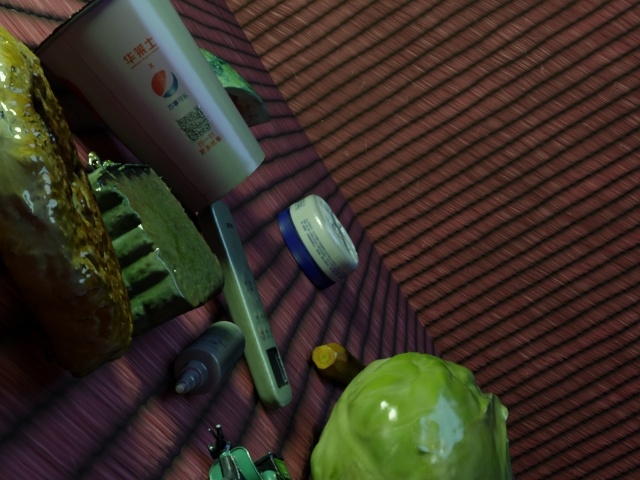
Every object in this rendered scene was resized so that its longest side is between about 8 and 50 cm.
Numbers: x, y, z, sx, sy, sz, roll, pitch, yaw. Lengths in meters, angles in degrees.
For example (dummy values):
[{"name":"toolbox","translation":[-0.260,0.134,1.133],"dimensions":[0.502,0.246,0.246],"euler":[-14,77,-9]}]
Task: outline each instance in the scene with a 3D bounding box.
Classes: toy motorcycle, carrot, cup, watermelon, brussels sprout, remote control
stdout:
[{"name":"toy motorcycle","translation":[-0.075,0.268,0.903],"dimensions":[0.100,0.058,0.173],"euler":[57,6,33]},{"name":"carrot","translation":[0.064,0.255,1.584],"dimensions":[0.066,0.066,0.314],"euler":[65,11,29]},{"name":"cup","translation":[-0.213,-0.188,1.100],"dimensions":[0.288,0.203,0.203],"euler":[52,12,-16]},{"name":"watermelon","translation":[-0.237,-0.248,1.358],"dimensions":[0.260,0.256,0.176],"euler":[52,54,-72]},{"name":"brussels sprout","translation":[0.133,0.316,1.179],"dimensions":[0.328,0.247,0.328],"euler":[40,41,-47]},{"name":"remote control","translation":[-0.108,0.090,1.174],"dimensions":[0.090,0.038,0.310],"euler":[19,51,-79]}]

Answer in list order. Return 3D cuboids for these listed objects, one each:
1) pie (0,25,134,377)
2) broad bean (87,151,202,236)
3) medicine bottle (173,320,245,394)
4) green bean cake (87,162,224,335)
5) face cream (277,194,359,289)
[{"name":"pie","translation":[-0.227,-0.033,0.665],"dimensions":[0.315,0.092,0.315],"euler":[60,-15,27]},{"name":"broad bean","translation":[-0.222,-0.045,1.114],"dimensions":[0.065,0.046,0.254],"euler":[50,5,30]},{"name":"medicine bottle","translation":[-0.135,0.143,0.964],"dimensions":[0.058,0.057,0.199],"euler":[59,11,-2]},{"name":"green bean cake","translation":[-0.201,0.010,0.920],"dimensions":[0.181,0.094,0.173],"euler":[58,9,-1]},{"name":"face cream","translation":[0.000,0.000,1.885],"dimensions":[0.206,0.111,0.206],"euler":[58,10,-16]}]
